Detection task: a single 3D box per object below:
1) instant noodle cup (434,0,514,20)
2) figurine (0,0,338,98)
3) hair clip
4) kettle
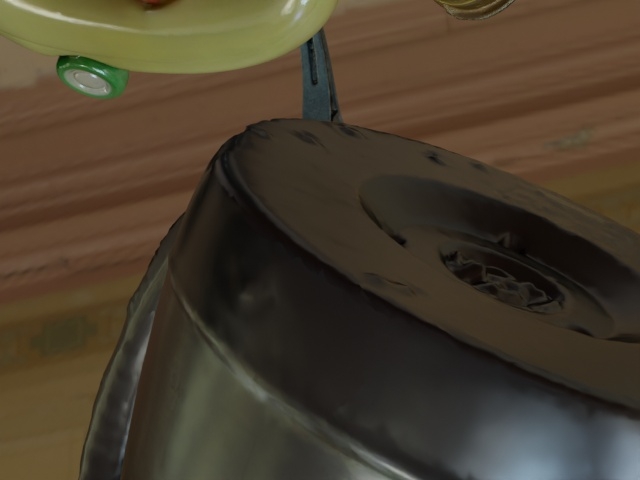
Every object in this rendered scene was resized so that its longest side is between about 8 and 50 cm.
[{"bbox_3d":[0.122,-0.361,1.264,0.091,0.274,0.274,-6,-144,-31],"label":"instant noodle cup"},{"bbox_3d":[-0.137,-0.211,0.921,0.324,0.222,0.124,6,-115,25],"label":"figurine"},{"bbox_3d":[-0.018,-0.253,1.622,0.048,0.275,0.083,-4,-166,30],"label":"hair clip"},{"bbox_3d":[-0.002,0.111,0.437,0.251,0.271,0.207,24,-162,11],"label":"kettle"}]
